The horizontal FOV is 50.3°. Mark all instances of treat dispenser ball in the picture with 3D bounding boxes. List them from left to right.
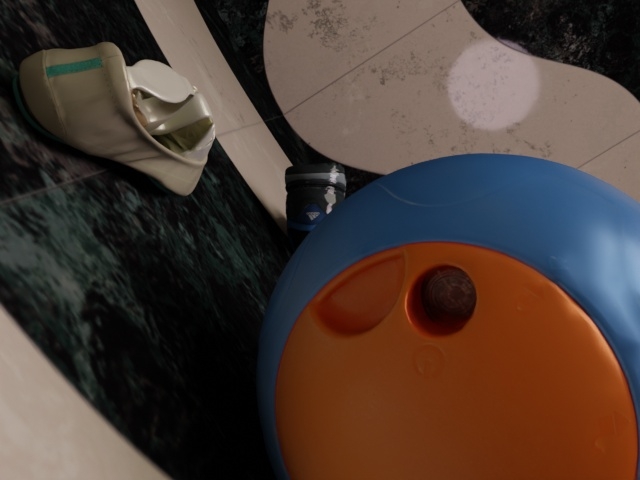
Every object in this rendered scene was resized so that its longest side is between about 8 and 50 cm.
[{"bbox_3d":[0.103,0.088,0.439,0.288,0.288,0.288,57,7,-11],"label":"treat dispenser ball"}]

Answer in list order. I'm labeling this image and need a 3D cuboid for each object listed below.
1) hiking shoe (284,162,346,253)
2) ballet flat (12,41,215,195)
[{"bbox_3d":[0.000,0.000,1.006,0.304,0.113,0.132,57,34,-67],"label":"hiking shoe"},{"bbox_3d":[-0.121,-0.087,0.505,0.086,0.086,0.248,59,7,6],"label":"ballet flat"}]
